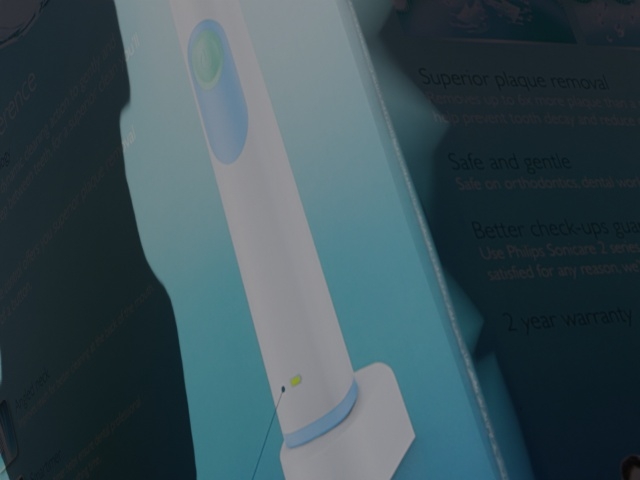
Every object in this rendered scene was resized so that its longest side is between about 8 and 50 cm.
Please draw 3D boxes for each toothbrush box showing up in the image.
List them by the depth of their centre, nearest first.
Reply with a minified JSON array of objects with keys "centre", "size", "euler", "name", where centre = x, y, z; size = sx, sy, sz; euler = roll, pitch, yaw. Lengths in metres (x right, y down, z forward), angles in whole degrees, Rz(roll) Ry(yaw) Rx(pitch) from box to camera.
[{"centre":[0.000,0.000,0.452],"size":[0.126,0.295,0.216],"euler":[-3,154,-35],"name":"toothbrush box"}]
